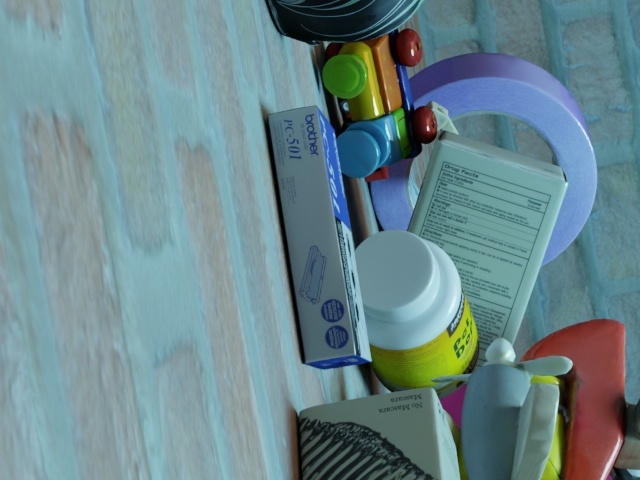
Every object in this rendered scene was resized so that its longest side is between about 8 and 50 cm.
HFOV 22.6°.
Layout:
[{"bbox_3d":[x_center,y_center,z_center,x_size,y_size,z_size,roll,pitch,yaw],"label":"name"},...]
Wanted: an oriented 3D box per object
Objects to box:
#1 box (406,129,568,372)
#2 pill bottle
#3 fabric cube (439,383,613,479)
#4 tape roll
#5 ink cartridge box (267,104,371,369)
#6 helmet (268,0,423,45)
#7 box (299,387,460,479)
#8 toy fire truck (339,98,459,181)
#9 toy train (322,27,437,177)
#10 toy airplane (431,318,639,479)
[{"bbox_3d":[0.164,0.013,1.756,0.127,0.148,0.232,-54,162,-78],"label":"box"},{"bbox_3d":[0.088,0.072,1.582,0.215,0.117,0.117,63,18,-62],"label":"pill bottle"},{"bbox_3d":[0.268,0.331,1.988,0.254,0.258,0.259,68,14,-50],"label":"fabric cube"},{"bbox_3d":[0.199,-0.088,1.978,0.090,0.275,0.275,-82,160,-63],"label":"tape roll"},{"bbox_3d":[0.000,0.000,1.332,0.097,0.046,0.207,40,40,-78],"label":"ink cartridge box"},{"bbox_3d":[0.030,-0.266,1.459,0.169,0.161,0.169,-11,90,-82],"label":"helmet"},{"bbox_3d":[0.050,0.248,1.149,0.094,0.113,0.275,69,12,-48],"label":"box"},{"bbox_3d":[0.103,-0.124,1.862,0.047,0.135,0.192,-90,167,-51],"label":"toy fire truck"},{"bbox_3d":[0.041,-0.193,1.707,0.143,0.105,0.248,-41,121,-65],"label":"toy train"},{"bbox_3d":[0.163,0.262,1.548,0.386,0.272,0.384,-65,168,15],"label":"toy airplane"}]
